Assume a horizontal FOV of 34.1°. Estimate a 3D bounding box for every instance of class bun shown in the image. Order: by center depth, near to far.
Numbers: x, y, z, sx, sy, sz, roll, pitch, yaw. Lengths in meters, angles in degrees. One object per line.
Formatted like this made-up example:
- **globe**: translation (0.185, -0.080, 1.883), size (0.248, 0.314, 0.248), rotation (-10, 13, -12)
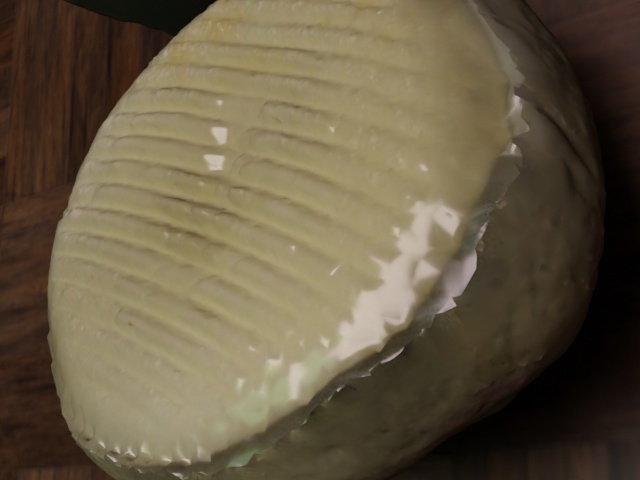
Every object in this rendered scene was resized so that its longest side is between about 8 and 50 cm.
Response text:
- **bun**: translation (0.000, 0.000, 0.487), size (0.287, 0.146, 0.287), rotation (-21, 53, 30)

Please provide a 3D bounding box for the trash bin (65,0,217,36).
- **trash bin**: translation (-0.073, -0.316, 0.621), size (0.223, 0.158, 0.344), rotation (47, 115, 40)
